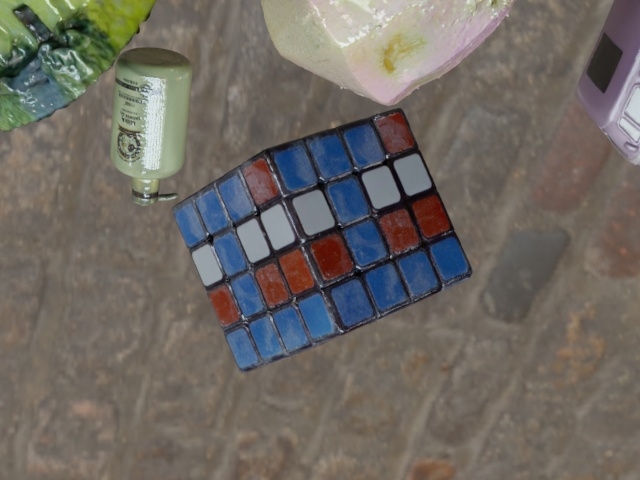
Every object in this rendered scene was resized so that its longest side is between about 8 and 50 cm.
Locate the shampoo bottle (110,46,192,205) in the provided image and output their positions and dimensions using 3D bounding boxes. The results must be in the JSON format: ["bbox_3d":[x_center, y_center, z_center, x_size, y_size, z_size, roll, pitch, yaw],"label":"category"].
[{"bbox_3d":[-0.176,-0.112,1.382,0.079,0.079,0.162,3,115,-11],"label":"shampoo bottle"}]

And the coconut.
[{"bbox_3d":[0.058,-0.252,1.263,0.245,0.233,0.233,-34,124,7],"label":"coconut"}]

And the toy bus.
[{"bbox_3d":[0.362,-0.180,1.406,0.142,0.142,0.203,13,114,-15],"label":"toy bus"}]

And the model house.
[{"bbox_3d":[-0.289,-0.239,1.245,0.194,0.170,0.211,-7,133,50],"label":"model house"}]

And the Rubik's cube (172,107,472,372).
[{"bbox_3d":[0.000,0.000,0.658,0.092,0.092,0.092,-22,178,-38],"label":"Rubik's cube"}]
